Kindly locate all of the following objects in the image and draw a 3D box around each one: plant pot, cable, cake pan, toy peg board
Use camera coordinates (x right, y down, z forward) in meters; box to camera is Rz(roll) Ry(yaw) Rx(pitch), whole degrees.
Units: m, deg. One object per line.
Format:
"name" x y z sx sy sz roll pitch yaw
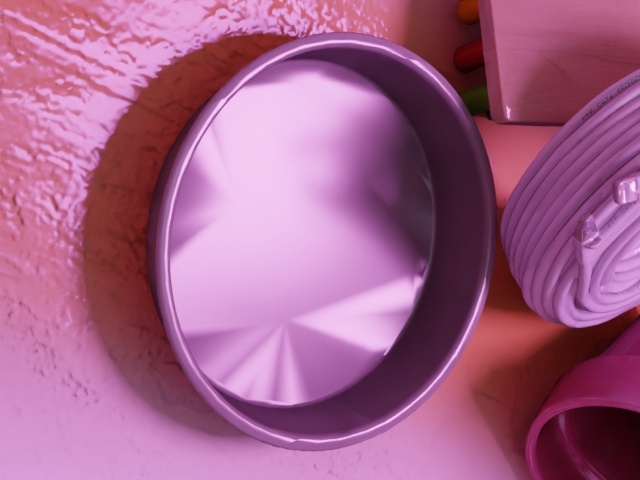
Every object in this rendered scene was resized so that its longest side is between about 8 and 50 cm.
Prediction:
"plant pot" 0.292 0.140 1.264 0.180 0.201 0.201 -51 123 -37
"cable" 0.252 -0.036 1.188 0.257 0.089 0.257 -27 155 -22
"cake pan" 0.000 0.000 1.105 0.293 0.054 0.293 -6 100 -35
"toy peg board" 0.164 -0.160 1.200 0.161 0.079 0.161 -1 82 -37
